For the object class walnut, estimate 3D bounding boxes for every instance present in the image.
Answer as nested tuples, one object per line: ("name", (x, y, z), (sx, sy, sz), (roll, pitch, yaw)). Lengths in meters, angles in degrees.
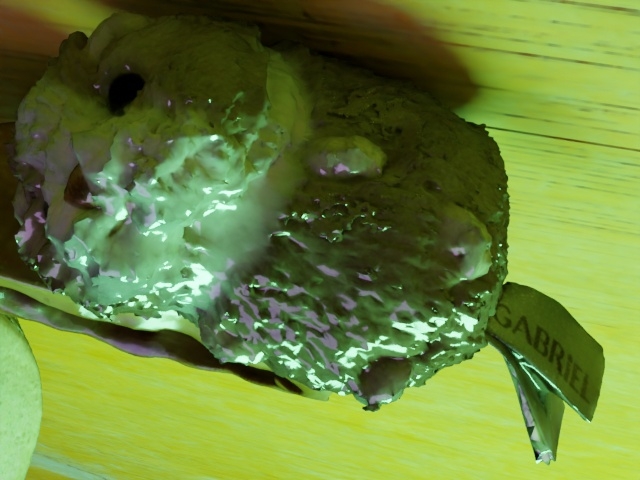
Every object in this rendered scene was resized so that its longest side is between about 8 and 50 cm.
("walnut", (-0.085, 0.001, 0.581), (0.211, 0.087, 0.167), (18, 167, -19))

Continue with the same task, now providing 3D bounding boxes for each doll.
("doll", (0.005, -0.005, 0.466), (0.221, 0.105, 0.115), (20, -163, -12))

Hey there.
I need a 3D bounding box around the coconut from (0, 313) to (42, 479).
("coconut", (-0.296, 0.105, 0.849), (0.234, 0.224, 0.224), (5, 158, 23))
